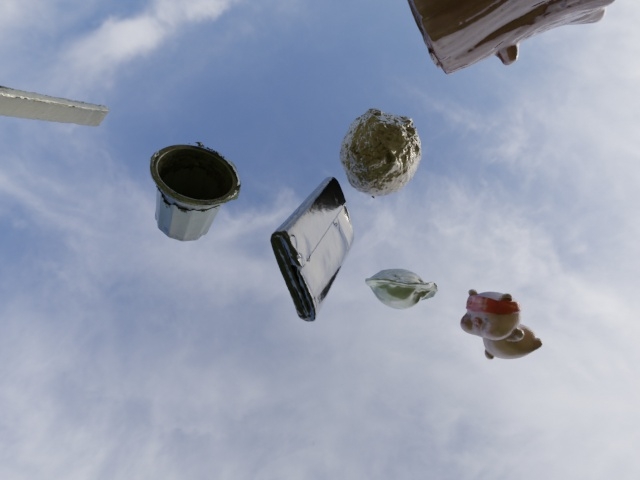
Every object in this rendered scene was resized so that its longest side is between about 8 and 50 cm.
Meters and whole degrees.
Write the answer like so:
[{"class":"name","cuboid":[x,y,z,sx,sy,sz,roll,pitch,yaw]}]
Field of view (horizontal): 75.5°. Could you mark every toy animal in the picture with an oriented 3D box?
[{"class":"toy animal","cuboid":[0.481,0.224,1.120,0.171,0.171,0.197,-35,-81,-9]}]

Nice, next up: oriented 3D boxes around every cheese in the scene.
[{"class":"cheese","cuboid":[-0.730,-0.351,1.100,0.085,0.400,0.034,-38,-92,16]}]

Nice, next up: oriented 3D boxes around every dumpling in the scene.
[{"class":"dumpling","cuboid":[0.260,0.144,1.295,0.179,0.252,0.131,-7,-117,47]}]

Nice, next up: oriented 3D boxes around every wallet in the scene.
[{"class":"wallet","cuboid":[0.001,0.000,1.048,0.062,0.406,0.228,-8,-67,21]}]

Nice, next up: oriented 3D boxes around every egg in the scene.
[{"class":"egg","cuboid":[0.193,-0.277,1.315,0.279,0.279,0.310,5,-141,5]}]

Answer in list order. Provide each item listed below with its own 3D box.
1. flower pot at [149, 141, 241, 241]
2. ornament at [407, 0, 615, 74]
[{"class":"flower pot","cuboid":[-0.433,-0.140,1.370,0.290,0.259,0.290,18,-138,-17]},{"class":"ornament","cuboid":[0.237,-0.365,0.564,0.218,0.235,0.221,-20,-139,28]}]
